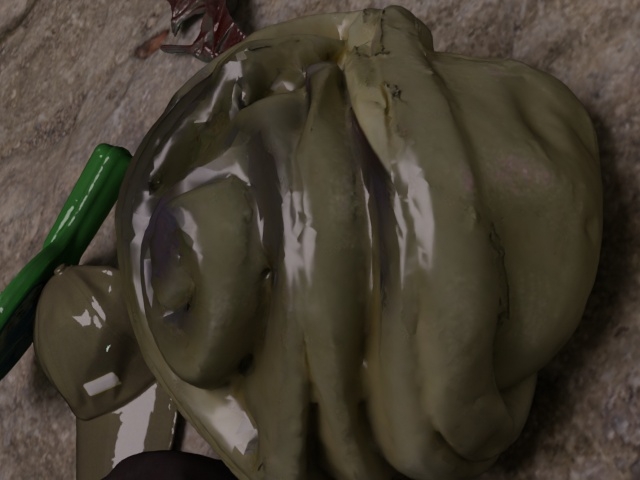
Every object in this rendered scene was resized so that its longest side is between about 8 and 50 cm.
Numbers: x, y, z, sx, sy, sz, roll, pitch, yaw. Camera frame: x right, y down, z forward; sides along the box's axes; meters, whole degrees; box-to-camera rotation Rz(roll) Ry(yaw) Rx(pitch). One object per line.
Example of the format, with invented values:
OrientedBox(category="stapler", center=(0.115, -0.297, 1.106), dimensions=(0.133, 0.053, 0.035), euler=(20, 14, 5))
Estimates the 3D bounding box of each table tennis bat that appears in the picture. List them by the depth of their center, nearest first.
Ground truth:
OrientedBox(category="table tennis bat", center=(-0.234, 0.029, 1.610), dimensions=(0.039, 0.160, 0.257), euler=(33, 99, 6))

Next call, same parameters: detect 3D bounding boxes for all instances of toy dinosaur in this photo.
OrientedBox(category="toy dinosaur", center=(-0.090, -0.197, 1.605), dimensions=(0.220, 0.032, 0.108), euler=(39, 109, 57))

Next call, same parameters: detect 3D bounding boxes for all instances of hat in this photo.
OrientedBox(category="hat", center=(-0.194, 0.125, 1.535), dimensions=(0.166, 0.144, 0.173), euler=(-21, 38, 44))

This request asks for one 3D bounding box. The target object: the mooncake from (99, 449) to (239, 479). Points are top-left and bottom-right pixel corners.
OrientedBox(category="mooncake", center=(-0.113, 0.275, 1.359), dimensions=(0.245, 0.133, 0.245), euler=(-29, 52, 46))

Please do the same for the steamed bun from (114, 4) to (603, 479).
OrientedBox(category="steamed bun", center=(0.000, 0.000, 1.266), dimensions=(0.352, 0.247, 0.339), euler=(38, 103, 52))
